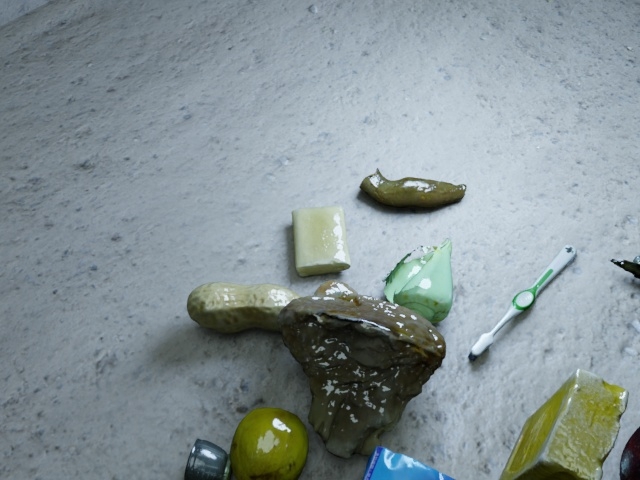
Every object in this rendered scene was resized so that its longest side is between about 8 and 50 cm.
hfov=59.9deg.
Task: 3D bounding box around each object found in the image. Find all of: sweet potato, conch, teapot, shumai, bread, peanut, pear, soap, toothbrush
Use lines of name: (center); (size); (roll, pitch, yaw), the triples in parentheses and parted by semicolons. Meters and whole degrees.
sweet potato: (0.244, -0.137, 1.455); (0.286, 0.085, 0.112); (0, 51, 1)
conch: (0.227, 0.089, 1.283); (0.137, 0.143, 0.250); (34, 38, -26)
teapot: (-0.215, 0.453, 1.077); (0.091, 0.124, 0.092); (13, 18, 0)
shumai: (0.074, 0.266, 1.140); (0.346, 0.217, 0.283); (6, 98, 6)
bread: (0.000, 0.000, 1.381); (0.139, 0.060, 0.178); (-4, 56, 0)
peanut: (-0.158, 0.157, 1.244); (0.274, 0.125, 0.111); (4, 43, -4)
pear: (-0.097, 0.399, 1.061); (0.149, 0.149, 0.162); (6, 52, 5)
soap: (0.410, 0.365, 0.971); (0.091, 0.315, 0.199); (27, 62, 18)
toothbrush: (0.478, 0.133, 1.292); (0.418, 0.040, 0.042); (-39, 61, -23)

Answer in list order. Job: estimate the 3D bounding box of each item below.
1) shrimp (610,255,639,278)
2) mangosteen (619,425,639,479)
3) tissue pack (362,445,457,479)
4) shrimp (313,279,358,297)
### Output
shrimp: (0.851, 0.176, 1.240); (0.445, 0.085, 0.272); (33, 68, 17)
mangosteen: (0.668, 0.441, 0.925); (0.330, 0.330, 0.330); (-1, 56, 1)
tissue pack: (0.138, 0.528, 0.962); (0.209, 0.137, 0.269); (24, 54, 11)
shrimp: (0.041, 0.188, 1.266); (0.126, 0.047, 0.223); (6, 55, -6)
